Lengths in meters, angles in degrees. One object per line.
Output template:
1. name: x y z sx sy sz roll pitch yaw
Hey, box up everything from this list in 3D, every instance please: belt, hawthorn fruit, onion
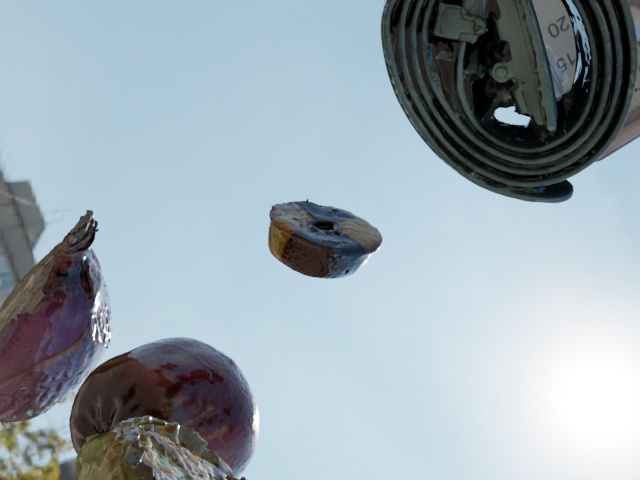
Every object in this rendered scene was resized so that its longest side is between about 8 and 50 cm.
1. belt: 0.167 -0.155 0.769 0.207 0.116 0.267 -27 -75 13
2. hawthorn fruit: -0.138 0.168 0.845 0.169 0.188 0.169 7 -77 33
3. onion: -0.363 0.117 1.240 0.349 0.159 0.267 -40 -158 34

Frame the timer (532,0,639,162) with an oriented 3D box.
1. timer: 0.355 -0.254 1.036 0.257 0.161 0.250 -33 -81 9

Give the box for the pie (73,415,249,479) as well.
1. pie: -0.052 0.253 0.605 0.315 0.092 0.315 49 -6 7

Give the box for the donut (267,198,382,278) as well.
1. donut: 0.000 0.000 1.350 0.166 0.184 0.073 31 -66 23
